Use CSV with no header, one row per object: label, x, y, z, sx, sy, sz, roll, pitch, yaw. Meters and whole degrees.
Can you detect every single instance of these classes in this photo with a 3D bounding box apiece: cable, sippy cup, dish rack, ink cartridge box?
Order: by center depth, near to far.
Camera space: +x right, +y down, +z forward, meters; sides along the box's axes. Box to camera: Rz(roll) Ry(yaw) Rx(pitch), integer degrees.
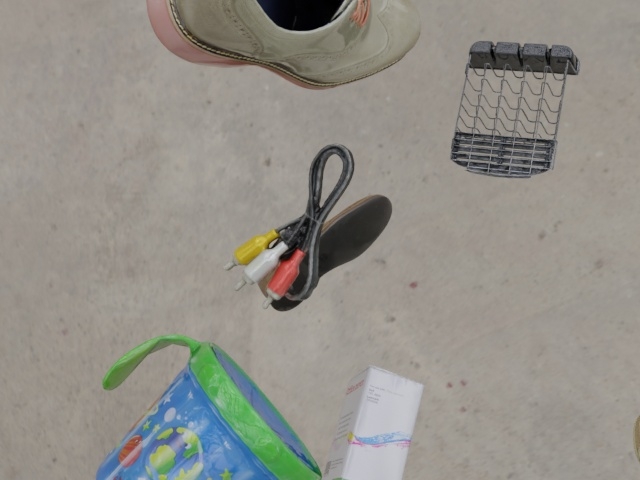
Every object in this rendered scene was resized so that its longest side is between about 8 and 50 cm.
sippy cup,-0.154,0.286,1.167,0.224,0.240,0.305,-41,39,-4
cable,-0.028,-0.014,1.446,0.139,0.072,0.287,43,109,15
dish rack,0.350,-0.239,1.671,0.208,0.074,0.271,7,76,21
ink cartridge box,0.091,0.402,1.758,0.117,0.201,0.278,18,70,-5

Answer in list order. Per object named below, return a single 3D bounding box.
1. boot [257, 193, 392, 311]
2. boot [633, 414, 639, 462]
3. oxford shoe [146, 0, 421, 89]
boot,0.000,0.000,1.776,0.305,0.112,0.115,-38,39,-4
boot,0.712,0.432,1.888,0.095,0.203,0.261,-4,48,11
oxford shoe,0.007,-0.248,1.017,0.397,0.147,0.140,-13,95,-47
